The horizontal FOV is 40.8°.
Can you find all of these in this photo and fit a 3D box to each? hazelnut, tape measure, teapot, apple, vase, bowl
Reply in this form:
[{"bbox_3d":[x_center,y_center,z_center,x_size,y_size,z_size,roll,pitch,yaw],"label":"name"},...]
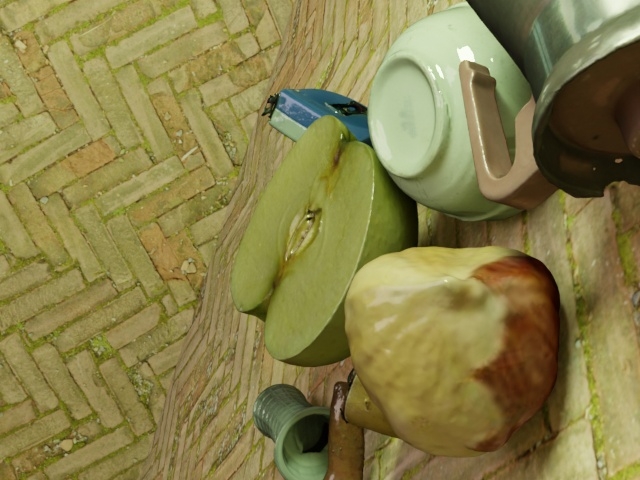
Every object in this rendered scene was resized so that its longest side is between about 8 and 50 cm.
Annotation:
[{"bbox_3d":[0.152,0.104,0.982,0.241,0.261,0.261,61,-141,-70],"label":"hazelnut"},{"bbox_3d":[0.076,-0.194,1.698,0.351,0.215,0.098,37,118,24],"label":"tape measure"},{"bbox_3d":[0.270,-0.220,0.856,0.376,0.306,0.361,-47,37,45],"label":"teapot"},{"bbox_3d":[0.000,0.000,1.355,0.360,0.320,0.312,-62,-15,10],"label":"apple"},{"bbox_3d":[-0.043,0.342,1.559,0.299,0.143,0.143,-177,104,-76],"label":"vase"},{"bbox_3d":[0.176,-0.172,1.162,0.307,0.163,0.307,18,112,57],"label":"bowl"}]

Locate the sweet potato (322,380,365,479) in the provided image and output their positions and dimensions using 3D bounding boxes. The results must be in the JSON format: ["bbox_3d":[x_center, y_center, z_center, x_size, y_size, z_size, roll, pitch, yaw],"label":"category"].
[{"bbox_3d":[0.023,0.413,1.327,0.109,0.109,0.385,179,108,-72],"label":"sweet potato"}]

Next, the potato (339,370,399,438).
[{"bbox_3d":[0.132,0.209,1.160,0.117,0.182,0.202,37,133,31],"label":"potato"}]

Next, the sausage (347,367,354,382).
[{"bbox_3d":[0.124,0.157,1.311,0.371,0.082,0.082,124,156,-44],"label":"sausage"}]
